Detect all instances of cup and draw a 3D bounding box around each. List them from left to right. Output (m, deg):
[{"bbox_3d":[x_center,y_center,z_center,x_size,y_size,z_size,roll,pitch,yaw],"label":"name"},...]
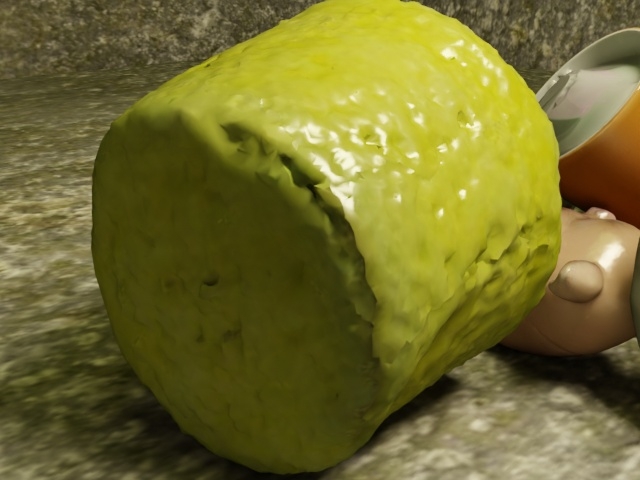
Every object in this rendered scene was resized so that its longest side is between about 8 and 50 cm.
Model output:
[{"bbox_3d":[0.324,-0.074,0.896,0.264,0.226,0.182,38,47,-17],"label":"cup"}]

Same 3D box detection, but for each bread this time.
[{"bbox_3d":[0.000,0.000,0.683,0.348,0.348,0.308,14,33,27],"label":"bread"}]

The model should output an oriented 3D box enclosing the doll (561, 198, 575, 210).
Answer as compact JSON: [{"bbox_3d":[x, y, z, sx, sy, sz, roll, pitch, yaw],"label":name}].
[{"bbox_3d":[0.225,-0.039,1.040,0.275,0.155,0.113,-23,57,7],"label":"doll"}]

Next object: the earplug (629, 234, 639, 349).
[{"bbox_3d":[0.509,0.029,0.692,0.394,0.313,0.312,-9,23,-32],"label":"earplug"}]

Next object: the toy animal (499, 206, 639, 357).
[{"bbox_3d":[0.231,0.040,0.849,0.166,0.154,0.250,8,-1,-23],"label":"toy animal"}]
